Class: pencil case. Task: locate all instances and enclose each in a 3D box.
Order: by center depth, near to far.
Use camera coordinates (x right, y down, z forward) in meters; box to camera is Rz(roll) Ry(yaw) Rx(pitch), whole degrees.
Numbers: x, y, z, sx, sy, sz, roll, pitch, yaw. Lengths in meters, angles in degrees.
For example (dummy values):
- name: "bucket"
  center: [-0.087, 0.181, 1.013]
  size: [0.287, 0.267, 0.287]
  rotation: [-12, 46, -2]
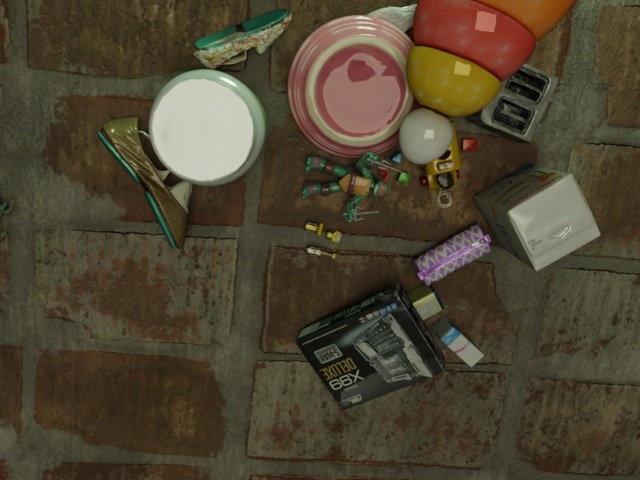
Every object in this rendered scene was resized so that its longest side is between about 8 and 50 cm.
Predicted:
- name: "pencil case"
  center: [0.339, 0.039, 1.482]
  size: [0.206, 0.088, 0.086]
  rotation: [-31, 102, 4]

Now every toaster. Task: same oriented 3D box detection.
- name: "toaster"
  center: [0.457, -0.341, 1.387]
  size: [0.186, 0.110, 0.167]
  rotation: [21, 100, -9]

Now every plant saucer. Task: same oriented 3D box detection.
- name: "plant saucer"
  center: [0.089, -0.350, 1.349]
  size: [0.333, 0.084, 0.331]
  rotation: [-1, 112, -3]

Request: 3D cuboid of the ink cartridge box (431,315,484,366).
- name: "ink cartridge box"
  center: [0.366, 0.269, 1.538]
  size: [0.122, 0.088, 0.052]
  rotation: [41, 97, -12]

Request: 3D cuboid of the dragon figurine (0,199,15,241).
- name: "dragon figurine"
  center: [-0.831, -0.049, 1.372]
  size: [0.144, 0.085, 0.288]
  rotation: [19, 101, -8]

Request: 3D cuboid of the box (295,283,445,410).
- name: "box"
  center: [0.128, 0.281, 1.488]
  size: [0.308, 0.076, 0.242]
  rotation: [-27, 105, 20]

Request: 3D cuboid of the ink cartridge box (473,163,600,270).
- name: "ink cartridge box"
  center: [0.515, -0.064, 1.394]
  size: [0.171, 0.232, 0.168]
  rotation: [-31, 104, 3]

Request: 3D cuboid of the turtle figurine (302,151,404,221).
- name: "turtle figurine"
  center: [0.078, -0.135, 1.404]
  size: [0.235, 0.118, 0.175]
  rotation: [11, 103, 5]

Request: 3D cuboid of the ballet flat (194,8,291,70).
- name: "ballet flat"
  center: [-0.174, -0.462, 1.336]
  size: [0.241, 0.091, 0.077]
  rotation: [-18, 135, 4]

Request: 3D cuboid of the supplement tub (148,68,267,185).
- name: "supplement tub"
  center: [-0.235, -0.244, 1.247]
  size: [0.236, 0.325, 0.235]
  rotation: [-1, 103, -4]

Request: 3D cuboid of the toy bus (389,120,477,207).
- name: "toy bus"
  center: [0.294, -0.194, 1.413]
  size: [0.202, 0.104, 0.190]
  rotation: [30, 100, -10]

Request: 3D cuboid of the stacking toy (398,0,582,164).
- name: "stacking toy"
  center: [0.292, -0.391, 1.231]
  size: [0.351, 0.350, 0.479]
  rotation: [25, 99, -10]

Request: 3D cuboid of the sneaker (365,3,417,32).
- name: "sneaker"
  center: [0.177, -0.517, 1.353]
  size: [0.152, 0.053, 0.061]
  rotation: [-6, 107, -3]

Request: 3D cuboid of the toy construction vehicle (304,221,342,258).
- name: "toy construction vehicle"
  center: [0.000, 0.000, 1.478]
  size: [0.098, 0.035, 0.085]
  rotation: [12, 91, -10]

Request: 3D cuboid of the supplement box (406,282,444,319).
- name: "supplement box"
  center: [0.266, 0.161, 1.507]
  size: [0.083, 0.083, 0.056]
  rotation: [-29, 104, 3]

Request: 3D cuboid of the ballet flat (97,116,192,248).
- name: "ballet flat"
  center: [-0.388, -0.147, 1.384]
  size: [0.124, 0.116, 0.342]
  rotation: [-34, 100, -16]
